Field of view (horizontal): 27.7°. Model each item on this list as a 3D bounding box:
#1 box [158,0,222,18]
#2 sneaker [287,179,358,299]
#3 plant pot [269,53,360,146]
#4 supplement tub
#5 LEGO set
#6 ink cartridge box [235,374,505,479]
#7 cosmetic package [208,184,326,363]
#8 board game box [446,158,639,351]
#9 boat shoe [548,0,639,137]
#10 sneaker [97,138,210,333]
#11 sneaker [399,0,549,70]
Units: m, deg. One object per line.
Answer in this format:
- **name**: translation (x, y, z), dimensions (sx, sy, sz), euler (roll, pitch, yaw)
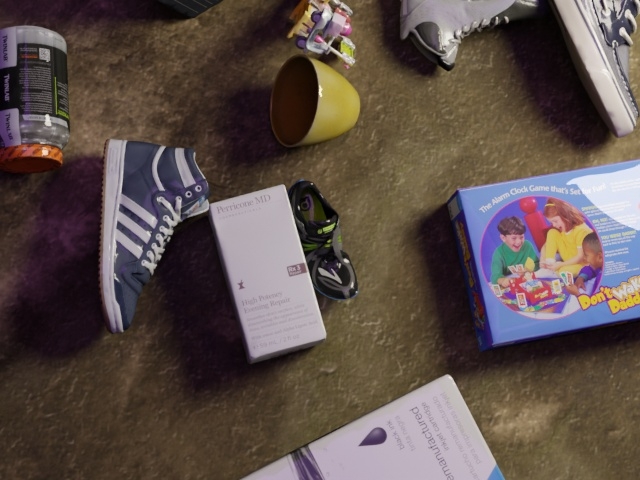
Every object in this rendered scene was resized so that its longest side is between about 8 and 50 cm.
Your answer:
- **box**: translation (-0.157, -0.552, 1.865), dimensions (0.312, 0.179, 0.343), euler (-28, 82, 13)
- **sneaker**: translation (0.000, 0.000, 1.869), dimensions (0.067, 0.078, 0.188), euler (-20, 83, -11)
- **plant pot**: translation (0.001, -0.198, 1.897), dimensions (0.095, 0.134, 0.134), euler (4, 76, -33)
- **supplement tub**: translation (-0.415, -0.197, 1.840), dimensions (0.117, 0.117, 0.190), euler (-3, 77, -8)
- **LEGO set**: translation (0.037, -0.356, 1.941), dimensions (0.107, 0.132, 0.287), euler (34, 47, -16)
- **ink cartridge box**: translation (0.053, 0.397, 1.744), dimensions (0.395, 0.166, 0.285), euler (-26, 82, -11)
- **cosmetic package**: translation (-0.077, 0.048, 1.845), dimensions (0.117, 0.085, 0.231), euler (-16, 81, -8)
- **board game box**: translation (0.383, 0.016, 1.913), dimensions (0.347, 0.078, 0.233), euler (-9, 79, -9)
- **boat shoe**: translation (0.440, -0.336, 1.943), dimensions (0.158, 0.127, 0.340), euler (-24, 92, 6)
- **sneaker**: translation (-0.232, -0.008, 1.832), dimensions (0.153, 0.099, 0.282), euler (1, 75, -5)
- **sneaker**: translation (0.228, -0.317, 1.972), dimensions (0.229, 0.086, 0.132), euler (6, 82, 5)
